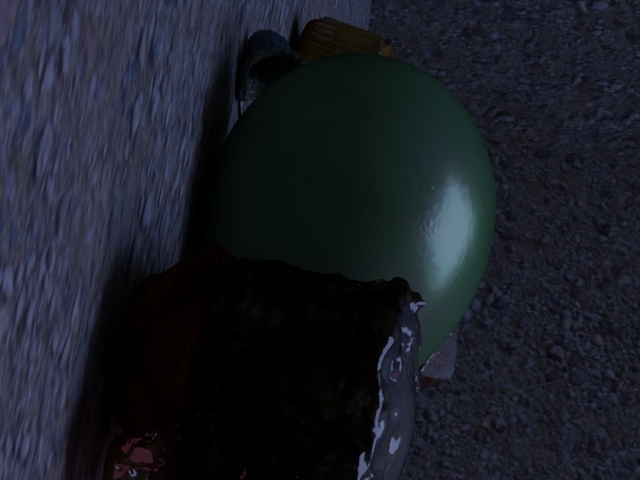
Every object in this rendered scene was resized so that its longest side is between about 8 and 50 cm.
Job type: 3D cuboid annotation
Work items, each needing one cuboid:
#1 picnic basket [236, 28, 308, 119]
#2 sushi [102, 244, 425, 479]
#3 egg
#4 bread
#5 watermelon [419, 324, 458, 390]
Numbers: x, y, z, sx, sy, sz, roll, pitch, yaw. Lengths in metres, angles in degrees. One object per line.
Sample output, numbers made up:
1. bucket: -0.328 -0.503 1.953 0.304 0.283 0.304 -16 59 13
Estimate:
1. picnic basket: -0.036 -0.128 1.429 0.083 0.065 0.083 105 -20 -61
2. sushi: -0.031 0.107 1.065 0.343 0.182 0.196 28 65 -83
3. egg: 0.020 -0.008 1.338 0.220 0.220 0.270 -62 164 -82
4. bread: 0.017 -0.170 1.943 0.190 0.114 0.132 49 61 -76
5. watermelon: 0.008 0.117 1.541 0.154 0.241 0.094 26 50 -81
